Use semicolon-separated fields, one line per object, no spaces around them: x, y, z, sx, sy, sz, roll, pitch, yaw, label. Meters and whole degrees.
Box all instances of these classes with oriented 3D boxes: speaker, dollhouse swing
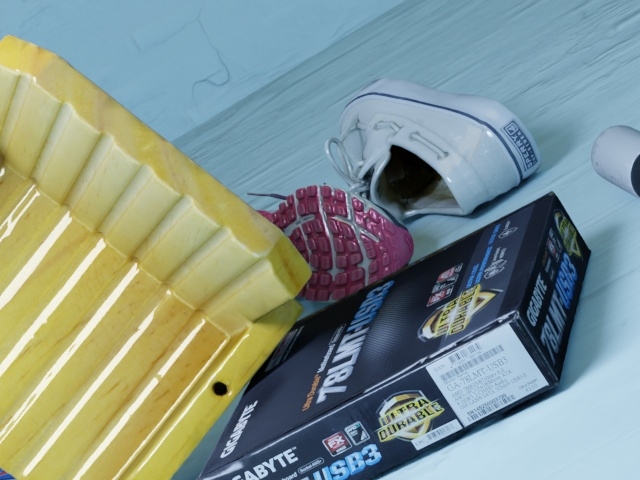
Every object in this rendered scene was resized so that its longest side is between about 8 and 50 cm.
0.280;-0.067;1.708;0.055;0.055;0.136;-32;12;0;speaker
-0.217;0.045;1.569;0.315;0.347;0.305;-51;5;-1;dollhouse swing

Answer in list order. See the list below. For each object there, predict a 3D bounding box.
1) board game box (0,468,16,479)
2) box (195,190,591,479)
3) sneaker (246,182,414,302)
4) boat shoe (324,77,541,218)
-0.329;0.249;1.913;0.281;0.027;0.145;-21;14;1;board game box
0.066;0.094;1.571;0.293;0.073;0.295;-27;12;21;box
0.000;0.000;2.024;0.112;0.120;0.299;-3;2;-35;sneaker
0.084;-0.074;2.097;0.156;0.136;0.367;-39;23;-16;boat shoe
